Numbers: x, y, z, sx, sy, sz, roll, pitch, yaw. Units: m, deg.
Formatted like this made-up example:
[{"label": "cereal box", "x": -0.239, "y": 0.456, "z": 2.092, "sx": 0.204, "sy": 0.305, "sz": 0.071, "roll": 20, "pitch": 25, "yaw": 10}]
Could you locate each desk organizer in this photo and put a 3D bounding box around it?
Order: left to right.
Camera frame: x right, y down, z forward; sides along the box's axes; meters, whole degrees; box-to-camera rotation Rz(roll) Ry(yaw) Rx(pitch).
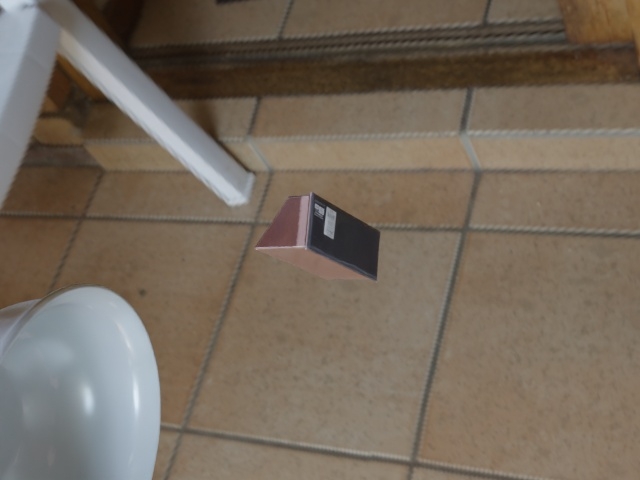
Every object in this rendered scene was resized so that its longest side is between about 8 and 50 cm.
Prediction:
[{"label": "desk organizer", "x": 0.000, "y": 0.000, "z": 0.849, "sx": 0.050, "sy": 0.130, "sz": 0.047, "roll": -2, "pitch": 76, "yaw": 28}]

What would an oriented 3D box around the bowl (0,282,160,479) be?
[{"label": "bowl", "x": -0.277, "y": 0.182, "z": 0.924, "sx": 0.134, "sy": 0.298, "sz": 0.298, "roll": 4, "pitch": 61, "yaw": 20}]
